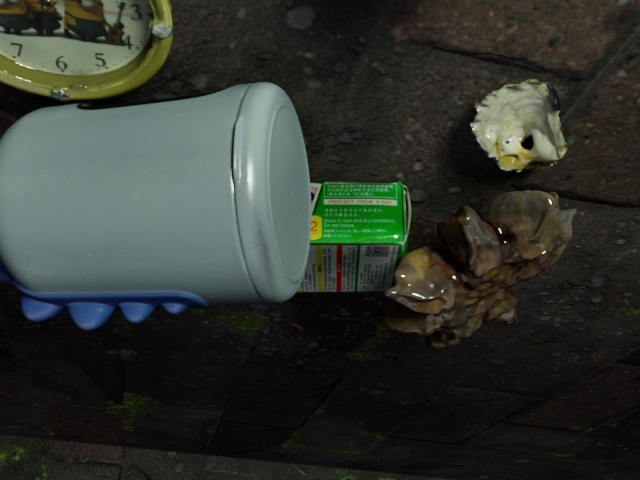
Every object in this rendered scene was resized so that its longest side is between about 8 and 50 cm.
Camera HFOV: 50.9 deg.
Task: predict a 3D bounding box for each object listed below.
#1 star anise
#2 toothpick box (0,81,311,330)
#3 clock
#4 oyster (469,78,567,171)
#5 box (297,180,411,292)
[{"bbox_3d":[0.219,0.045,0.918,0.315,0.108,0.315,-17,139,-15],"label":"star anise"},{"bbox_3d":[-0.203,-0.031,0.748,0.354,0.263,0.263,-2,149,11],"label":"toothpick box"},{"bbox_3d":[-0.253,-0.225,0.625,0.237,0.057,0.237,0,150,0],"label":"clock"},{"bbox_3d":[0.233,-0.125,0.761,0.146,0.045,0.121,20,149,-14],"label":"oyster"},{"bbox_3d":[0.000,0.000,0.939,0.250,0.103,0.180,0,150,0],"label":"box"}]
